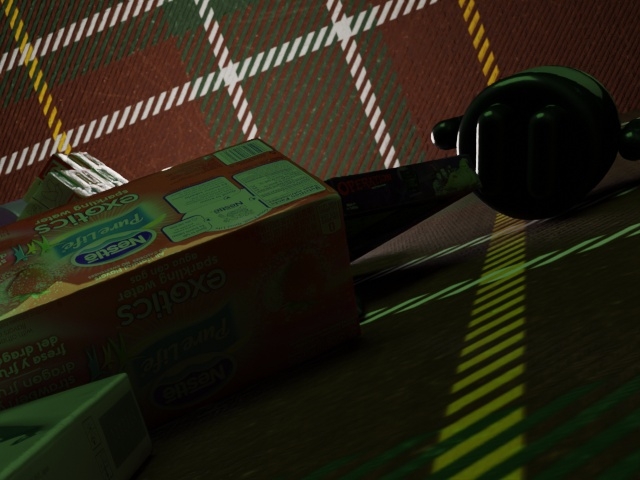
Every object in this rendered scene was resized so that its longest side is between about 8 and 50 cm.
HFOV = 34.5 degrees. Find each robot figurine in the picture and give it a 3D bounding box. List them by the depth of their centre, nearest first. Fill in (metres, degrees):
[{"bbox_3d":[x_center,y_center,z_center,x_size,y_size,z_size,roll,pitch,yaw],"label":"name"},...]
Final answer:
[{"bbox_3d":[0.264,-0.124,1.231,0.173,0.209,0.278,-52,-11,26],"label":"robot figurine"}]

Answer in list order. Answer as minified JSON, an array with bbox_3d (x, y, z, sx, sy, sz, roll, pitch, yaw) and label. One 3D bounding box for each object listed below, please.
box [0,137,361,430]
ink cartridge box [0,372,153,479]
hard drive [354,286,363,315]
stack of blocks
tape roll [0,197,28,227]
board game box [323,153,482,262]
[{"bbox_3d":[-0.136,0.045,0.823,0.300,0.142,0.154,-22,31,-21],"label":"box"},{"bbox_3d":[-0.252,0.171,0.565,0.261,0.066,0.296,-19,3,5],"label":"ink cartridge box"},{"bbox_3d":[-0.048,0.068,1.053,0.172,0.054,0.255,-20,3,-2],"label":"hard drive"},{"bbox_3d":[-0.351,-0.048,1.553,0.087,0.171,0.297,-55,1,7],"label":"stack of blocks"},{"bbox_3d":[-0.467,0.060,1.757,0.090,0.274,0.275,-23,4,-35],"label":"tape roll"},{"bbox_3d":[0.000,0.000,1.199,0.208,0.056,0.347,-8,-16,-38],"label":"board game box"}]
